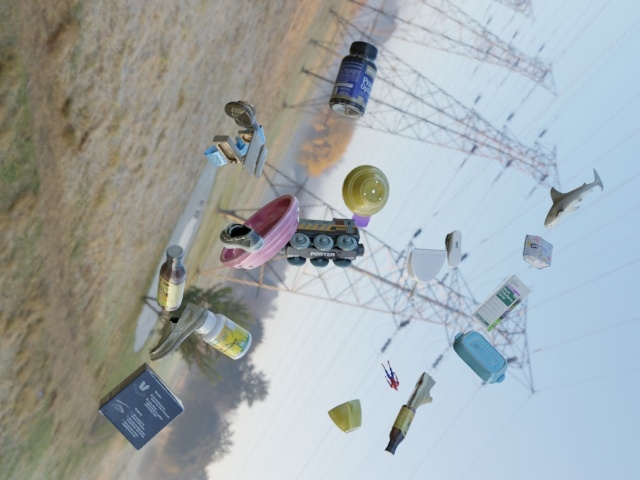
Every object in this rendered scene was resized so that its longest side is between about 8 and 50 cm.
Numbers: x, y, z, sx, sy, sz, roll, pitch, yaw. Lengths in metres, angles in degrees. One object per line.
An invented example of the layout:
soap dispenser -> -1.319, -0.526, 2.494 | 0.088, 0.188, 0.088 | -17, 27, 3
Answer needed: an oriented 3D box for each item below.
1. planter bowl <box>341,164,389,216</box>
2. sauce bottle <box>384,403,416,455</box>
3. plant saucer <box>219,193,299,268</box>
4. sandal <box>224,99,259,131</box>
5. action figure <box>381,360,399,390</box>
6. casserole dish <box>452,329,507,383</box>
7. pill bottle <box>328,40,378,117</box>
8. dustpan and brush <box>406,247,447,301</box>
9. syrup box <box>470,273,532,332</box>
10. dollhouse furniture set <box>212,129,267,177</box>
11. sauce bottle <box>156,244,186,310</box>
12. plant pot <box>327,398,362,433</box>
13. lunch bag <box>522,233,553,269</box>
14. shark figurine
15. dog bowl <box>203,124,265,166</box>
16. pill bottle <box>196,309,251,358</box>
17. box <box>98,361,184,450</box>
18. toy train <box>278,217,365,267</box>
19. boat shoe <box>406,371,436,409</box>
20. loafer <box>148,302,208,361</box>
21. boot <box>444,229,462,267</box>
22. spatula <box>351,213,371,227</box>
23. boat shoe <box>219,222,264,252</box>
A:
planter bowl -> 0.204, -0.203, 2.379 | 0.217, 0.217, 0.090 | -67, -160, -1
sauce bottle -> 0.197, 0.473, 1.438 | 0.128, 0.042, 0.042 | -58, -178, -27
plant saucer -> -0.193, -0.018, 1.958 | 0.332, 0.084, 0.332 | -35, -159, 15
sandal -> -0.210, -0.360, 1.633 | 0.219, 0.090, 0.060 | 27, 86, -82
action figure -> 0.235, 0.454, 1.925 | 0.030, 0.038, 0.115 | 63, 3, -45
casserole dish -> 0.484, 0.343, 1.735 | 0.114, 0.188, 0.037 | -27, 154, -37
pill bottle -> 0.112, -0.519, 1.859 | 0.123, 0.122, 0.219 | 164, -57, -82
dustpan and brush -> 0.353, 0.124, 2.032 | 0.060, 0.147, 0.211 | -145, -119, -64
syrup box -> 0.710, 0.247, 2.283 | 0.237, 0.093, 0.096 | -45, 170, 4
dollhouse furniture set -> -0.252, -0.240, 1.737 | 0.144, 0.151, 0.123 | 58, 41, -58
sauce bottle -> -0.619, 0.155, 2.408 | 0.111, 0.111, 0.344 | -74, -178, -47
plant pot -> 0.105, 0.674, 2.192 | 0.095, 0.134, 0.134 | 66, -31, 25
lunch bag -> 0.589, 0.030, 1.573 | 0.053, 0.083, 0.071 | -34, -148, 57
shark figurine -> 0.919, -0.171, 2.138 | 0.278, 0.116, 0.166 | -43, 156, 13
dog bowl -> -0.387, -0.433, 2.660 | 0.297, 0.074, 0.166 | -29, -157, -7
pill bottle -> -0.370, 0.348, 2.168 | 0.117, 0.208, 0.118 | -33, -147, 25
box -> -0.480, 0.443, 1.551 | 0.158, 0.156, 0.093 | -40, -167, -13
toy train -> 0.000, 0.000, 2.191 | 0.190, 0.333, 0.142 | -96, -168, -45
boat shoe -> 0.348, 0.529, 1.962 | 0.190, 0.072, 0.068 | -49, 170, -44
loafer -> -0.286, 0.177, 1.138 | 0.148, 0.050, 0.056 | -44, -170, 0
boot -> 0.643, 0.047, 2.826 | 0.086, 0.069, 0.190 | 149, -43, -69
spatula -> 0.145, -0.037, 2.534 | 0.296, 0.084, 0.030 | 116, -23, -52
boat shoe -> -0.245, -0.020, 1.725 | 0.078, 0.070, 0.219 | -47, -149, -24
